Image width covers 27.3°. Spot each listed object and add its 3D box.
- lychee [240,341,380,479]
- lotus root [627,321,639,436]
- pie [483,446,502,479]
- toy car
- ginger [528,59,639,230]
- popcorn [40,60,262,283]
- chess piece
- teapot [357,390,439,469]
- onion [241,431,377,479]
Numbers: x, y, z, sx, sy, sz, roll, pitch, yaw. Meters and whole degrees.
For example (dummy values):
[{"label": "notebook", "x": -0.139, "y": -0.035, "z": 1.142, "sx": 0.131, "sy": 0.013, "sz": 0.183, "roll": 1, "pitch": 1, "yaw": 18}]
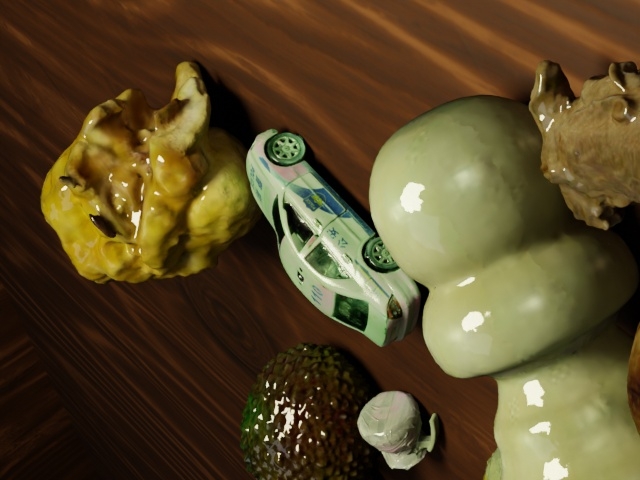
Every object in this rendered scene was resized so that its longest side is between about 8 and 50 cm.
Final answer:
[{"label": "lychee", "x": -0.010, "y": 0.189, "z": 1.386, "sx": 0.171, "sy": 0.171, "sz": 0.171, "roll": 45, "pitch": 157, "yaw": 25}, {"label": "lotus root", "x": 0.251, "y": 0.073, "z": 0.621, "sx": 0.169, "sy": 0.141, "sz": 0.314, "roll": 31, "pitch": 162, "yaw": -14}, {"label": "pie", "x": 0.212, "y": 0.280, "z": 1.014, "sx": 0.274, "sy": 0.105, "sz": 0.257, "roll": 61, "pitch": -169, "yaw": 16}, {"label": "toy car", "x": 0.000, "y": 0.000, "z": 1.174, "sx": 0.224, "sy": 0.076, "sz": 0.090, "roll": 47, "pitch": 159, "yaw": 20}, {"label": "ginger", "x": 0.202, "y": -0.049, "z": 0.650, "sx": 0.290, "sy": 0.084, "sz": 0.122, "roll": -2, "pitch": 114, "yaw": 65}, {"label": "popcorn", "x": -0.159, "y": -0.050, "z": 1.296, "sx": 0.190, "sy": 0.191, "sz": 0.253, "roll": 41, "pitch": 150, "yaw": -1}, {"label": "chess piece", "x": 0.148, "y": 0.063, "z": 0.838, "sx": 0.330, "sy": 0.182, "sz": 0.182, "roll": 63, "pitch": 159, "yaw": -3}, {"label": "teapot", "x": 0.084, "y": 0.191, "z": 1.312, "sx": 0.083, "sy": 0.064, "sz": 0.064, "roll": -5, "pitch": 131, "yaw": 31}, {"label": "onion", "x": 0.004, "y": 0.277, "z": 1.530, "sx": 0.206, "sy": 0.098, "sz": 0.151, "roll": 48, "pitch": -167, "yaw": -17}]
